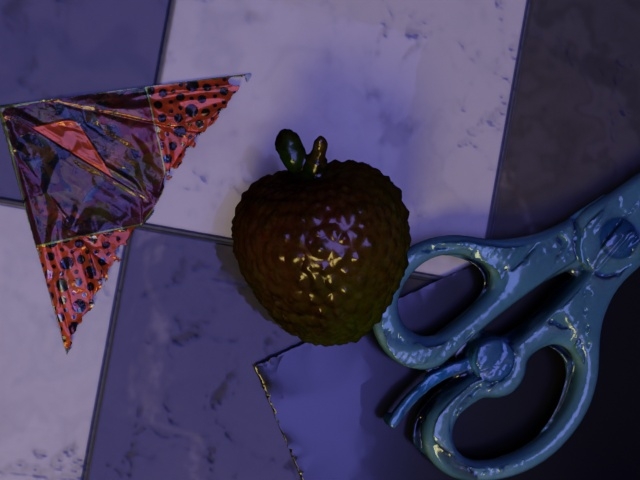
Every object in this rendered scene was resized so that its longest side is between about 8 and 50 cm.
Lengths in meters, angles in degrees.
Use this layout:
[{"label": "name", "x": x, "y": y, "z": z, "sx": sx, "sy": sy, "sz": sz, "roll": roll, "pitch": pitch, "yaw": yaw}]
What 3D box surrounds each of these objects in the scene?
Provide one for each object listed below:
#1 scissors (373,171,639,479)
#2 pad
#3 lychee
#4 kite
[{"label": "scissors", "x": 0.202, "y": 0.012, "z": 0.677, "sx": 0.393, "sy": 0.032, "sz": 0.180, "roll": -36, "pitch": 99, "yaw": -10}, {"label": "pad", "x": 0.164, "y": 0.126, "z": 0.691, "sx": 0.367, "sy": 0.007, "sz": 0.247, "roll": -24, "pitch": 97, "yaw": -11}, {"label": "lychee", "x": 0.000, "y": 0.000, "z": 0.596, "sx": 0.114, "sy": 0.114, "sz": 0.146, "roll": -13, "pitch": 114, "yaw": -13}, {"label": "kite", "x": -0.155, "y": -0.051, "z": 0.611, "sx": 0.125, "sy": 0.008, "sz": 0.222, "roll": 33, "pitch": 83, "yaw": -9}]
